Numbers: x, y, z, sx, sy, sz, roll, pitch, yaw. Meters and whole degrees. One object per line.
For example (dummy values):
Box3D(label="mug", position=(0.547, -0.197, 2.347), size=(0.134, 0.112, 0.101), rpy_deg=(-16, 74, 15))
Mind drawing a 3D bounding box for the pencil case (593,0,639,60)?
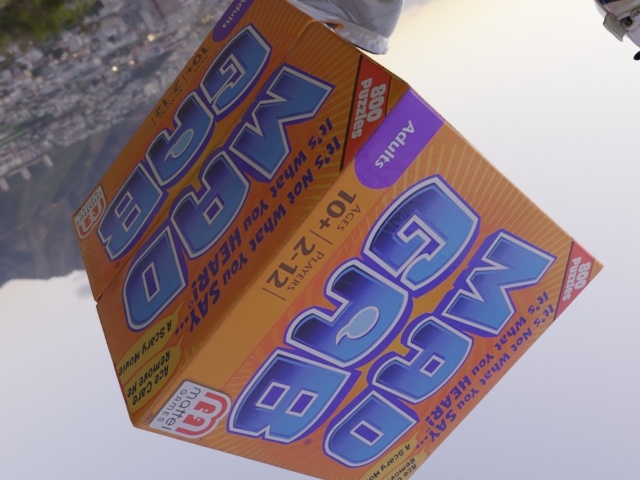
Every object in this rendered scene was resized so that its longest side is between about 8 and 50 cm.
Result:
Box3D(label="pencil case", position=(0.584, -0.440, 0.991), size=(0.410, 0.160, 0.183), rpy_deg=(-36, -150, 37))

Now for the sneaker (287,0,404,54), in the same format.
Box3D(label="sneaker", position=(0.017, -0.417, 1.164), size=(0.121, 0.262, 0.099), rpy_deg=(-62, -171, 22))

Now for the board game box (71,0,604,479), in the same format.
Box3D(label="board game box", position=(0.000, 0.000, 0.784), size=(0.356, 0.356, 0.356), rpy_deg=(-51, -140, 10))
